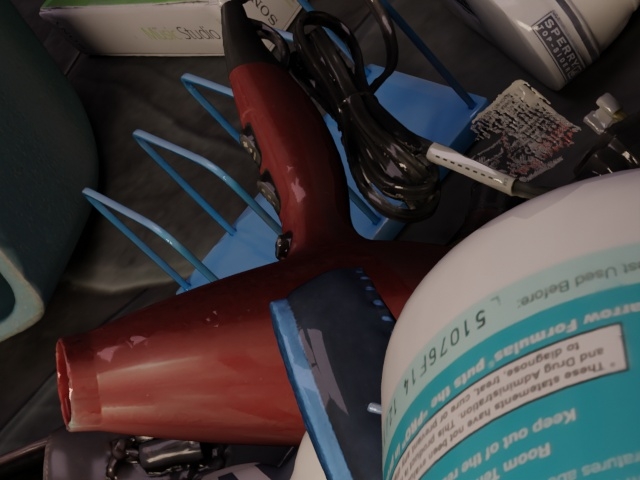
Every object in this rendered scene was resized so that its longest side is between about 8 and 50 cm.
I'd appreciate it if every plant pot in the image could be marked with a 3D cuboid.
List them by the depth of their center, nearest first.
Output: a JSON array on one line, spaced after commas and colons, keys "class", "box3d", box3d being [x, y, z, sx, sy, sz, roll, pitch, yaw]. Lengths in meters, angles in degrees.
[{"class": "plant pot", "box3d": [-0.287, -0.065, 1.158, 0.247, 0.247, 0.252, -27, 19, 27]}]

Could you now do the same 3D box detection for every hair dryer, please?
[{"class": "hair dryer", "box3d": [0.000, 0.000, 0.778, 0.223, 0.080, 0.293, 26, 44, 25]}]

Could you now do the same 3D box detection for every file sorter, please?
[{"class": "file sorter", "box3d": [-0.020, -0.046, 0.947, 0.170, 0.104, 0.118, -50, 32, -9]}]

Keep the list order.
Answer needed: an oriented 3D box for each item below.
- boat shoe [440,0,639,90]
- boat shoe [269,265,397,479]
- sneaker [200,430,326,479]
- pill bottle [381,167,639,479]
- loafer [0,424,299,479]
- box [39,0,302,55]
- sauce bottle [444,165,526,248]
[{"class": "boat shoe", "box3d": [0.089, -0.173, 0.982, 0.088, 0.096, 0.267, -39, 33, 1]}, {"class": "boat shoe", "box3d": [0.073, 0.117, 0.568, 0.089, 0.258, 0.109, -29, -3, 0]}, {"class": "sneaker", "box3d": [-0.008, 0.165, 0.693, 0.235, 0.094, 0.153, -34, 42, 35]}, {"class": "pill bottle", "box3d": [0.088, 0.120, 0.388, 0.146, 0.146, 0.264, -27, 40, 26]}, {"class": "loafer", "box3d": [-0.121, 0.134, 0.859, 0.302, 0.095, 0.109, -28, 35, 25]}, {"class": "box", "box3d": [-0.033, -0.261, 1.263, 0.232, 0.058, 0.322, 8, 58, 53]}, {"class": "sauce bottle", "box3d": [0.069, 0.021, 0.825, 0.042, 0.042, 0.128, -19, 41, 36]}]
